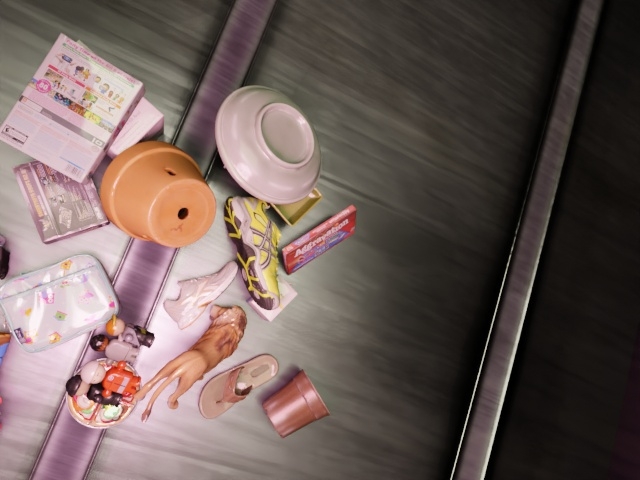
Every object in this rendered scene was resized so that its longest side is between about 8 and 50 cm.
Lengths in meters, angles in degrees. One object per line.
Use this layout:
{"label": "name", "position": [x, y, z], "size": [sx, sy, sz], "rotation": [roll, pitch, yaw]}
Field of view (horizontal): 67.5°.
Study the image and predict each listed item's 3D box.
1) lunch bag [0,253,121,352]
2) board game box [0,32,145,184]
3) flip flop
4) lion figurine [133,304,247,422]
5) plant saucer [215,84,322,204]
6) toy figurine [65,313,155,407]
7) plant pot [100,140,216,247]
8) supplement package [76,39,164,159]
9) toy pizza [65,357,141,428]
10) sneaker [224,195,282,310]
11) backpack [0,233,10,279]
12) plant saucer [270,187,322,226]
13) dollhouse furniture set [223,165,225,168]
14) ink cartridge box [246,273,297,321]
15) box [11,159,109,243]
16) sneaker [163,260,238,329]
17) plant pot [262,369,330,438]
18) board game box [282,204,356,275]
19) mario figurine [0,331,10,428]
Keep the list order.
{"label": "lunch bag", "position": [-0.724, 0.168, 1.329], "size": [0.279, 0.108, 0.223], "rotation": [-23, 94, -19]}
{"label": "board game box", "position": [-0.629, -0.329, 1.227], "size": [0.224, 0.097, 0.303], "rotation": [31, 85, -14]}
{"label": "flip flop", "position": [-0.250, 0.449, 1.486], "size": [0.277, 0.080, 0.112], "rotation": [-26, 94, -19]}
{"label": "lion figurine", "position": [-0.341, 0.332, 1.349], "size": [0.142, 0.392, 0.240], "rotation": [45, 107, -6]}
{"label": "plant saucer", "position": [-0.131, -0.315, 1.506], "size": [0.401, 0.101, 0.399], "rotation": [13, 69, -36]}
{"label": "toy figurine", "position": [-0.567, 0.327, 1.295], "size": [0.148, 0.213, 0.209], "rotation": [28, 48, -25]}
{"label": "plant pot", "position": [-0.426, -0.111, 1.336], "size": [0.291, 0.204, 0.290], "rotation": [-26, 130, -35]}
{"label": "supplement package", "position": [-0.621, -0.378, 1.373], "size": [0.293, 0.175, 0.177], "rotation": [42, 76, -11]}
{"label": "toy pizza", "position": [-0.623, 0.442, 1.383], "size": [0.202, 0.032, 0.201], "rotation": [2, 85, -19]}
{"label": "sneaker", "position": [-0.179, 0.025, 1.472], "size": [0.147, 0.145, 0.384], "rotation": [-10, 71, -26]}
{"label": "backpack", "position": [-0.924, 0.028, 1.241], "size": [0.189, 0.166, 0.144], "rotation": [4, 82, -23]}
{"label": "plant saucer", "position": [-0.110, -0.159, 1.580], "size": [0.188, 0.045, 0.188], "rotation": [50, 53, -9]}
{"label": "dollhouse furniture set", "position": [-0.287, -0.278, 1.516], "size": [0.091, 0.114, 0.081], "rotation": [46, 78, -13]}
{"label": "ink cartridge box", "position": [-0.150, 0.177, 1.537], "size": [0.090, 0.092, 0.143], "rotation": [48, 72, -9]}
{"label": "box", "position": [-0.739, -0.126, 1.375], "size": [0.183, 0.056, 0.230], "rotation": [-22, 92, -19]}
{"label": "sneaker", "position": [-0.366, 0.143, 1.466], "size": [0.121, 0.099, 0.262], "rotation": [45, 72, -6]}
{"label": "plant pot", "position": [-0.082, 0.520, 1.506], "size": [0.165, 0.167, 0.166], "rotation": [-31, 96, -10]}
{"label": "board game box", "position": [0.000, 0.000, 1.581], "size": [0.281, 0.145, 0.027], "rotation": [-33, 62, -18]}
{"label": "mario figurine", "position": [-0.897, 0.392, 1.213], "size": [0.170, 0.198, 0.320], "rotation": [8, 79, -30]}
